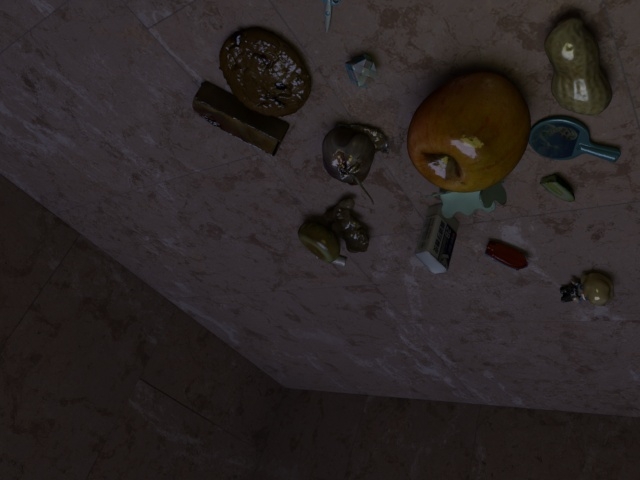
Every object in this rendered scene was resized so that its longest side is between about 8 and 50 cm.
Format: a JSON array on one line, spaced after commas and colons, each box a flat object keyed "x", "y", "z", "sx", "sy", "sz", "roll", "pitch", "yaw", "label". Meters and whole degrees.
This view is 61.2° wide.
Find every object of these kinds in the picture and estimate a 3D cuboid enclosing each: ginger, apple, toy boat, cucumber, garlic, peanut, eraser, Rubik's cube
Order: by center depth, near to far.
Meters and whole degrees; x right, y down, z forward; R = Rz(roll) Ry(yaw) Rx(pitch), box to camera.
[{"x": 0.584, "y": -0.389, "z": 1.243, "sx": 0.124, "sy": 0.123, "sz": 0.256, "roll": -10, "pitch": 137, "yaw": 40, "label": "peanut"}, {"x": 0.382, "y": -0.282, "z": 1.398, "sx": 0.299, "sy": 0.275, "sz": 0.299, "roll": 26, "pitch": 159, "yaw": 11, "label": "apple"}, {"x": 0.116, "y": -0.458, "z": 1.460, "sx": 0.073, "sy": 0.075, "sz": 0.084, "roll": -30, "pitch": 138, "yaw": -5, "label": "Rubik's cube"}, {"x": 0.711, "y": -0.155, "z": 1.600, "sx": 0.107, "sy": 0.035, "sz": 0.067, "roll": 34, "pitch": 164, "yaw": -21, "label": "cucumber"}, {"x": 0.132, "y": -0.246, "z": 1.669, "sx": 0.256, "sy": 0.207, "sz": 0.207, "roll": 49, "pitch": 161, "yaw": 30, "label": "garlic"}, {"x": 0.399, "y": -0.007, "z": 1.839, "sx": 0.124, "sy": 0.210, "sz": 0.068, "roll": 40, "pitch": 144, "yaw": -27, "label": "eraser"}, {"x": 0.660, "y": 0.057, "z": 1.921, "sx": 0.173, "sy": 0.069, "sz": 0.059, "roll": 23, "pitch": 169, "yaw": 0, "label": "toy boat"}, {"x": 0.102, "y": -0.043, "z": 2.083, "sx": 0.166, "sy": 0.080, "sz": 0.333, "roll": 6, "pitch": 149, "yaw": 32, "label": "ginger"}]

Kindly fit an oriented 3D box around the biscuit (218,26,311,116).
[{"x": -0.165, "y": -0.479, "z": 1.587, "sx": 0.296, "sy": 0.075, "sz": 0.295, "roll": 15, "pitch": 147, "yaw": 10, "label": "biscuit"}]

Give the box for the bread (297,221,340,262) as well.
[{"x": 0.000, "y": 0.000, "z": 2.162, "sx": 0.213, "sy": 0.104, "sz": 0.213, "roll": 35, "pitch": 169, "yaw": 8, "label": "bread"}]

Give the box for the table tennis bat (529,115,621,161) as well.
[{"x": 0.683, "y": -0.260, "z": 1.459, "sx": 0.237, "sy": 0.038, "sz": 0.149, "roll": 20, "pitch": 148, "yaw": 8, "label": "table tennis bat"}]

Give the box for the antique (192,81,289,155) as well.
[{"x": -0.262, "y": -0.395, "z": 1.760, "sx": 0.310, "sy": 0.087, "sz": 0.093, "roll": 26, "pitch": 149, "yaw": -9, "label": "antique"}]

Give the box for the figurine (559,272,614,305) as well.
[{"x": 0.935, "y": 0.176, "z": 1.918, "sx": 0.108, "sy": 0.114, "sz": 0.196, "roll": 9, "pitch": 167, "yaw": -27, "label": "figurine"}]

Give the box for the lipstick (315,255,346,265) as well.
[{"x": 0.046, "y": 0.076, "z": 2.334, "sx": 0.131, "sy": 0.038, "sz": 0.038, "roll": 16, "pitch": 148, "yaw": 9, "label": "lipstick"}]

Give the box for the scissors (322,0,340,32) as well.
[{"x": 0.021, "y": -0.583, "z": 1.377, "sx": 0.058, "sy": 0.014, "sz": 0.119, "roll": 17, "pitch": 145, "yaw": 9, "label": "scissors"}]

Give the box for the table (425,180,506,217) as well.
[{"x": 0.439, "y": -0.157, "z": 1.657, "sx": 0.166, "sy": 0.166, "sz": 0.198, "roll": 41, "pitch": 152, "yaw": -28, "label": "table"}]
